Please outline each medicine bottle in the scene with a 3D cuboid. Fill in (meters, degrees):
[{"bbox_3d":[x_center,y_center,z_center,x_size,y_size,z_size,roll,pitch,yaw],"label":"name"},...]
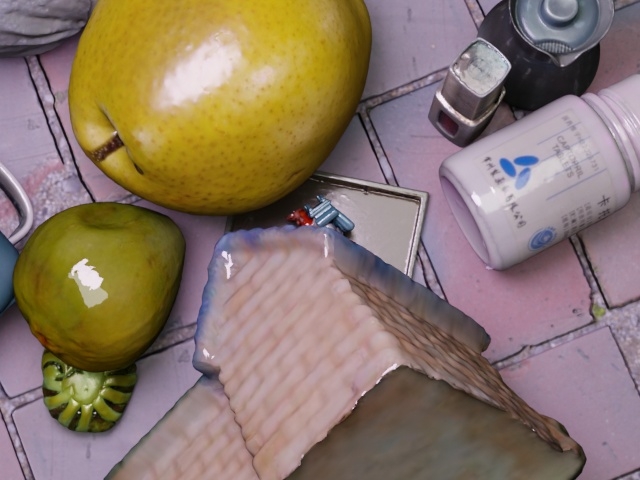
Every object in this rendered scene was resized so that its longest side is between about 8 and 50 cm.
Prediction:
[{"bbox_3d":[0.315,-0.094,1.706,0.293,0.170,0.170,-28,81,-5],"label":"medicine bottle"}]

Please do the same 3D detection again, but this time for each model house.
[{"bbox_3d":[-0.004,0.229,1.576,0.445,0.395,0.400,-49,44,14],"label":"model house"}]

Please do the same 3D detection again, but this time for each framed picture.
[{"bbox_3d":[0.000,0.000,1.771,0.265,0.018,0.192,12,81,2],"label":"framed picture"}]

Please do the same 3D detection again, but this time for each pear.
[{"bbox_3d":[-0.118,-0.217,1.634,0.362,0.362,0.418,43,51,7],"label":"pear"}]

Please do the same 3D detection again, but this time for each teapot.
[{"bbox_3d":[0.300,-0.289,1.709,0.171,0.225,0.203,9,81,1],"label":"teapot"}]

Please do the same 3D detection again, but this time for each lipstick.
[{"bbox_3d":[0.194,-0.190,1.681,0.079,0.253,0.077,43,84,5],"label":"lipstick"}]

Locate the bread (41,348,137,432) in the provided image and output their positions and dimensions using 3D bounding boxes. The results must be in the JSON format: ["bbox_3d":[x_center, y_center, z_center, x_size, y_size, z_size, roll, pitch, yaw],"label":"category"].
[{"bbox_3d":[-0.310,0.183,1.719,0.130,0.071,0.139,14,81,-1],"label":"bread"}]

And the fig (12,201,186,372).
[{"bbox_3d":[-0.277,0.044,1.637,0.207,0.207,0.230,16,63,3],"label":"fig"}]

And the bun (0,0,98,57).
[{"bbox_3d":[-0.358,-0.385,1.690,0.211,0.362,0.362,41,83,-15],"label":"bun"}]

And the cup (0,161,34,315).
[{"bbox_3d":[-0.503,0.004,1.675,0.257,0.219,0.290,45,58,-10],"label":"cup"}]

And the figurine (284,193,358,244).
[{"bbox_3d":[0.019,0.008,1.731,0.075,0.068,0.140,-32,89,-7],"label":"figurine"}]
